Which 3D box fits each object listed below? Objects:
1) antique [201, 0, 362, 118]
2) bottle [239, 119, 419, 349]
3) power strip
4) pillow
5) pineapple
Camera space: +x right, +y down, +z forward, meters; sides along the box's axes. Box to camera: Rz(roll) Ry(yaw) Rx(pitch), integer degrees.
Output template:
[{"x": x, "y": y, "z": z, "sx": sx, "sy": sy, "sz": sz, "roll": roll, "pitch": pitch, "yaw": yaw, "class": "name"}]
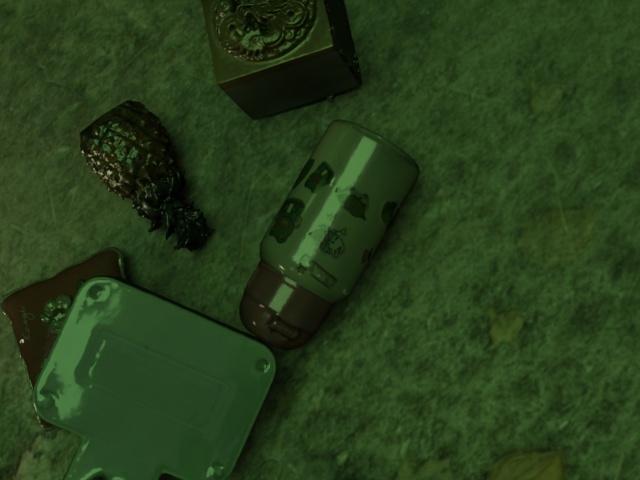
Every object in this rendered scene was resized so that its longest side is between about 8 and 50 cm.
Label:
[{"x": -0.045, "y": -0.244, "z": 1.021, "sx": 0.152, "sy": 0.148, "sz": 0.146, "roll": -16, "pitch": 73, "yaw": 13, "class": "antique"}, {"x": 0.000, "y": 0.000, "z": 0.975, "sx": 0.120, "sy": 0.120, "sz": 0.253, "roll": 31, "pitch": 88, "yaw": 18, "class": "bottle"}, {"x": -0.195, "y": 0.192, "z": 0.940, "sx": 0.230, "sy": 0.141, "sz": 0.261, "roll": 25, "pitch": 86, "yaw": -7, "class": "power strip"}, {"x": -0.287, "y": 0.113, "z": 1.044, "sx": 0.171, "sy": 0.075, "sz": 0.179, "roll": -25, "pitch": 73, "yaw": 6, "class": "pillow"}, {"x": -0.200, "y": -0.072, "z": 1.057, "sx": 0.108, "sy": 0.108, "sz": 0.197, "roll": -38, "pitch": 85, "yaw": 4, "class": "pineapple"}]
